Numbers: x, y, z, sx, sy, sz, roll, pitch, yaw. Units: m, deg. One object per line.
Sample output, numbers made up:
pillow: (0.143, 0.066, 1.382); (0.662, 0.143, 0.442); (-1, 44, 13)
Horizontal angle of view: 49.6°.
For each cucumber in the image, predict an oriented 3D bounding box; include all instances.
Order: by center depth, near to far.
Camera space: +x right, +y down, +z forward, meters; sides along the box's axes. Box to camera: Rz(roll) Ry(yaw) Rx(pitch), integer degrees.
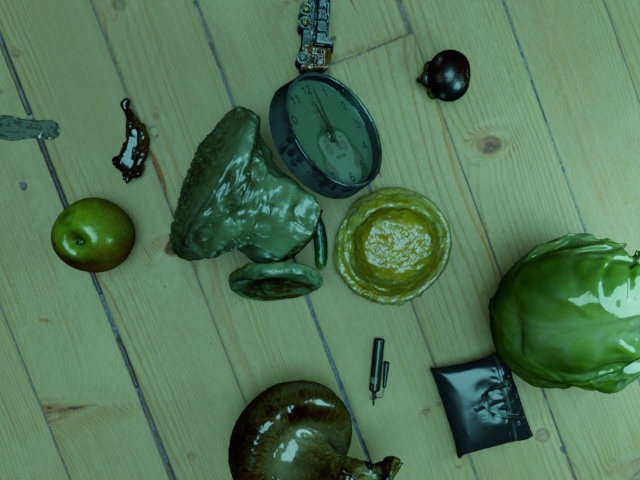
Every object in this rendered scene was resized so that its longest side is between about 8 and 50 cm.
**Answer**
cucumber: (0.000, 0.000, 1.799); (0.037, 0.037, 0.155); (-3, 94, -1)

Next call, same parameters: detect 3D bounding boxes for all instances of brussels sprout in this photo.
brussels sprout: (0.590, 0.180, 1.665); (0.361, 0.342, 0.425); (-13, 137, 16)

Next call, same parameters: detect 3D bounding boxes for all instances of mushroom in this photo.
mushroom: (-0.046, 0.541, 1.679); (0.334, 0.356, 0.331); (23, 108, -31)

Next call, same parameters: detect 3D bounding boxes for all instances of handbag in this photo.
handbag: (0.422, 0.421, 1.798); (0.211, 0.089, 0.254); (-17, 93, 5)

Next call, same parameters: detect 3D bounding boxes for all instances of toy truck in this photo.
toy truck: (-0.014, -0.519, 1.755); (0.092, 0.083, 0.192); (4, 91, -6)

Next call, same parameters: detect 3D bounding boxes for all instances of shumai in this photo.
shumai: (-0.165, -0.093, 1.678); (0.324, 0.324, 0.397); (24, 111, -19)

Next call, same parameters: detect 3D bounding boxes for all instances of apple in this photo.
apple: (-0.566, -0.012, 1.719); (0.196, 0.196, 0.195); (0, 92, -1)

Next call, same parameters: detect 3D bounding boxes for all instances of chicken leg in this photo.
chicken leg: (-0.484, -0.254, 1.773); (0.090, 0.048, 0.219); (7, 92, -4)

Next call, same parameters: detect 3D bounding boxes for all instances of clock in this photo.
clock: (0.019, -0.257, 1.671); (0.066, 0.319, 0.318); (-29, 93, 43)

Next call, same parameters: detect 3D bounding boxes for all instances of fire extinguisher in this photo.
fire extinguisher: (0.155, 0.344, 1.820); (0.049, 0.035, 0.173); (4, 93, -39)

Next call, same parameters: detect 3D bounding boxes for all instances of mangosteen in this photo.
mangosteen: (0.311, -0.415, 1.753); (0.140, 0.140, 0.140); (0, 92, -1)

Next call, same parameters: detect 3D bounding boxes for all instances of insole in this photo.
insole: (-0.771, -0.290, 1.787); (0.194, 0.006, 0.065); (2, 92, -2)

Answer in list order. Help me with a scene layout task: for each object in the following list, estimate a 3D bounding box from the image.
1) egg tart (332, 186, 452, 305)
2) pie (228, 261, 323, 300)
egg tart: (0.187, 0.017, 1.758); (0.319, 0.128, 0.318); (0, 94, -3)
pie: (-0.110, 0.102, 1.705); (0.241, 0.240, 0.054); (-3, 70, -1)
